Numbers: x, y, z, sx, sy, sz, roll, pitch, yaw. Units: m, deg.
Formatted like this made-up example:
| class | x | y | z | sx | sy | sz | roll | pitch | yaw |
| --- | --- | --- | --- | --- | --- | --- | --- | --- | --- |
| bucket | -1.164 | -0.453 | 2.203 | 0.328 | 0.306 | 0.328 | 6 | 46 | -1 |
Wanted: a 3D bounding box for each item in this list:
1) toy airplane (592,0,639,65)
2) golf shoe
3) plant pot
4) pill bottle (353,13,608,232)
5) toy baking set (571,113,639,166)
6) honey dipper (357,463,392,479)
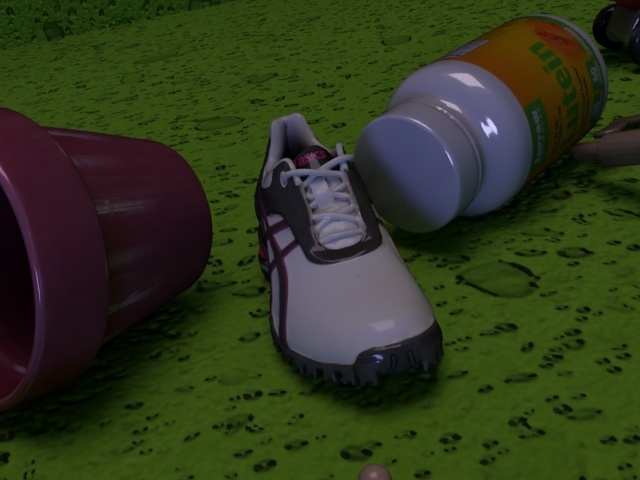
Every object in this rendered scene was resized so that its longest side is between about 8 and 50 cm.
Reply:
| class | x | y | z | sx | sy | sz | roll | pitch | yaw |
| --- | --- | --- | --- | --- | --- | --- | --- | --- | --- |
| toy airplane | 0.536 | -0.385 | 0.945 | 0.386 | 0.272 | 0.384 | 14 | 35 | 40 |
| golf shoe | 0.000 | 0.000 | 0.551 | 0.105 | 0.120 | 0.273 | -15 | 28 | -12 |
| plant pot | -0.186 | -0.001 | 0.557 | 0.201 | 0.201 | 0.180 | 10 | 18 | 35 |
| pill bottle | 0.142 | -0.104 | 0.681 | 0.136 | 0.136 | 0.246 | 13 | 35 | 39 |
| toy baking set | 0.328 | -0.099 | 0.676 | 0.197 | 0.030 | 0.256 | -18 | 8 | -26 |
| honey dipper | 0.057 | 0.147 | 0.338 | 0.031 | 0.030 | 0.161 | -21 | 26 | -20 |
